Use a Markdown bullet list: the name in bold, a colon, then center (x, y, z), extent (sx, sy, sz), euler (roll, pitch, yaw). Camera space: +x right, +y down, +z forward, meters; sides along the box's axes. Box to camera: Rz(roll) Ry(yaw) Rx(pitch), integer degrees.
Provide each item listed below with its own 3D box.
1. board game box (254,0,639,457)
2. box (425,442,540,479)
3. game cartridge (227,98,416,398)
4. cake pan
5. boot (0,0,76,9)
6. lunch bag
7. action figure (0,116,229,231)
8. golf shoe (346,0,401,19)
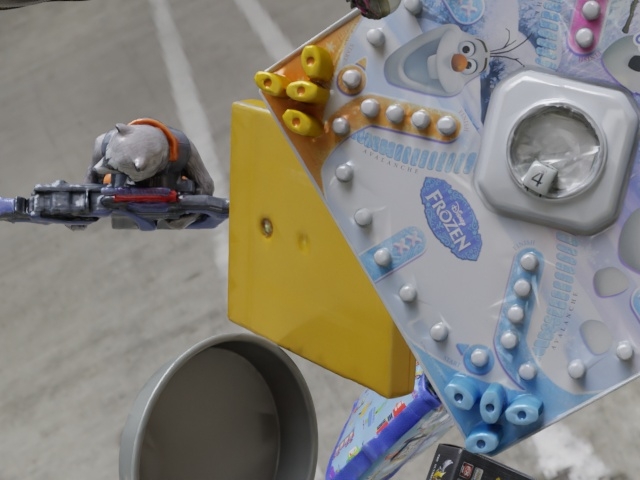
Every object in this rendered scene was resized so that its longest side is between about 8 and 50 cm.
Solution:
- **board game box**: center (0.191, -0.073, 1.070), extent (0.390, 0.390, 0.050), euler (-32, -6, 16)
- **box**: center (0.172, 0.356, 1.396), extent (0.056, 0.183, 0.231), euler (-5, 61, 66)
- **game cartridge**: center (0.000, 0.000, 1.510), extent (0.053, 0.285, 0.324), euler (-10, 20, -37)
- **cake pan**: center (-0.120, 0.252, 1.533), extent (0.054, 0.293, 0.293), euler (1, 31, 44)
- **boot**: center (-0.154, -0.211, 0.948), extent (0.106, 0.082, 0.219), euler (11, 31, 43)
- **lunch bag**: center (0.119, 0.259, 1.937), extent (0.221, 0.138, 0.293), euler (-46, -8, 23)
- **action figure**: center (-0.291, -0.094, 1.797), extent (0.341, 0.178, 0.330), euler (1, -9, -15)
- **golf shoe**: center (0.029, -0.246, 0.900), extent (0.086, 0.186, 0.067), euler (-19, 0, -9)
